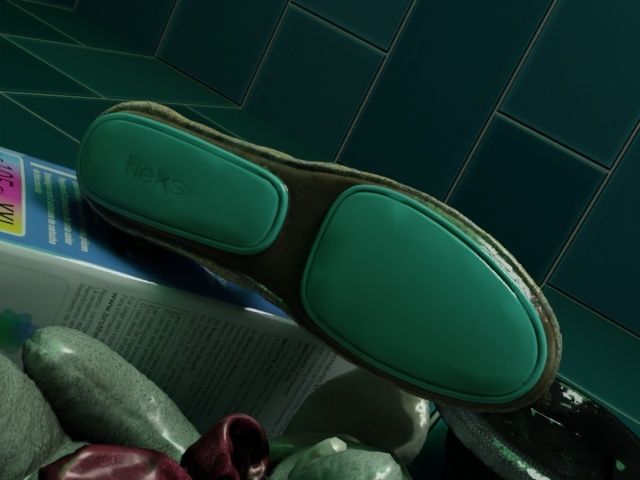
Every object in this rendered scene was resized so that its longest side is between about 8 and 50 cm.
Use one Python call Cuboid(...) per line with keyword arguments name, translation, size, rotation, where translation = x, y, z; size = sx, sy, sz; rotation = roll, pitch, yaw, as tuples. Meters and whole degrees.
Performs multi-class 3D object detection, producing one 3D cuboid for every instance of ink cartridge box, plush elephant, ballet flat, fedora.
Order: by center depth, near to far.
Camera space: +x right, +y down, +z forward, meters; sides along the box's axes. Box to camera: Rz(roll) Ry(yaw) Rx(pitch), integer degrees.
Cuboid(name="plush elephant", translation=(-0.049, 0.167, 0.447), size=(0.330, 0.255, 0.272), rotation=(76, 1, -60))
Cuboid(name="ballet flat", translation=(0.000, 0.000, 0.528), size=(0.316, 0.107, 0.106), rotation=(30, 2, 14))
Cuboid(name="ink cartridge box", translation=(-0.134, 0.114, 0.637), size=(0.395, 0.270, 0.151), rotation=(19, 23, -26))
Cuboid(name="fedora", translation=(0.232, 0.263, 0.960), size=(0.334, 0.152, 0.334), rotation=(24, 16, -8))
